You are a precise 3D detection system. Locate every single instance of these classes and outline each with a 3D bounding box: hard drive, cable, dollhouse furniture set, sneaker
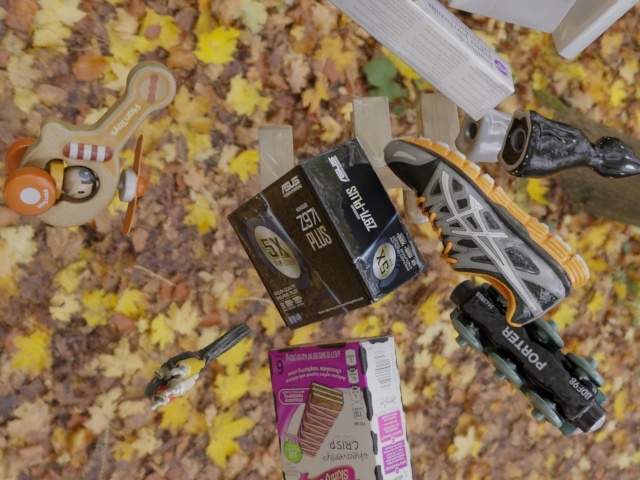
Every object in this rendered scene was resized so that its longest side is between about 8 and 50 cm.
[{"bbox_3d":[0.557,-0.529,1.403,0.047,0.233,0.353,19,142,-25],"label":"hard drive"},{"bbox_3d":[-0.230,0.248,1.478,0.139,0.072,0.287,-53,162,27],"label":"cable"},{"bbox_3d":[0.077,-0.097,1.572,0.362,0.394,0.256,94,-7,-73],"label":"dollhouse furniture set"},{"bbox_3d":[0.132,-0.013,0.683,0.083,0.215,0.084,-48,165,3],"label":"sneaker"}]

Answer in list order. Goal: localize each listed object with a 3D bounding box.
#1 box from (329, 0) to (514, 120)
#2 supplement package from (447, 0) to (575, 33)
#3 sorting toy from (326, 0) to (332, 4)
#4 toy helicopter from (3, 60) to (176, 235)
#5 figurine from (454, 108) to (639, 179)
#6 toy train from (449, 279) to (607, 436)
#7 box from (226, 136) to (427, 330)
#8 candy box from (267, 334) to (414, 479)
[{"bbox_3d":[0.094,-0.261,0.887,0.324,0.063,0.067,32,130,-25],"label":"box"},{"bbox_3d":[0.282,-0.480,1.110,0.175,0.293,0.177,9,145,-15],"label":"supplement package"},{"bbox_3d":[0.061,-0.447,1.460,0.045,0.083,0.075,-51,138,-4],"label":"sorting toy"},{"bbox_3d":[-0.367,-0.157,1.334,0.355,0.140,0.235,-45,126,13],"label":"toy helicopter"},{"bbox_3d":[0.337,-0.138,1.133,0.209,0.215,0.092,8,102,-20],"label":"figurine"},{"bbox_3d":[0.362,0.205,1.352,0.142,0.334,0.190,-44,156,-1],"label":"toy train"},{"bbox_3d":[0.000,0.000,0.785,0.077,0.180,0.147,-29,92,-33],"label":"box"},{"bbox_3d":[0.025,0.240,0.935,0.071,0.159,0.233,-3,82,-48],"label":"candy box"}]
